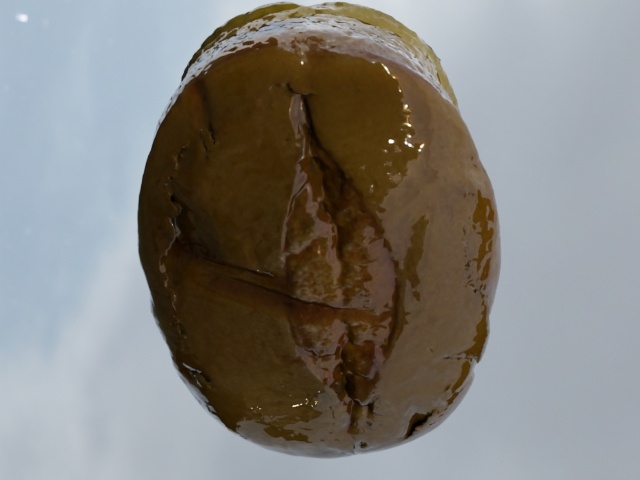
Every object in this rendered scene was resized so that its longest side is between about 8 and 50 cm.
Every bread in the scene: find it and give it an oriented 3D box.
[{"bbox_3d":[0.000,0.000,0.779,0.143,0.195,0.270,-91,178,-54],"label":"bread"}]
